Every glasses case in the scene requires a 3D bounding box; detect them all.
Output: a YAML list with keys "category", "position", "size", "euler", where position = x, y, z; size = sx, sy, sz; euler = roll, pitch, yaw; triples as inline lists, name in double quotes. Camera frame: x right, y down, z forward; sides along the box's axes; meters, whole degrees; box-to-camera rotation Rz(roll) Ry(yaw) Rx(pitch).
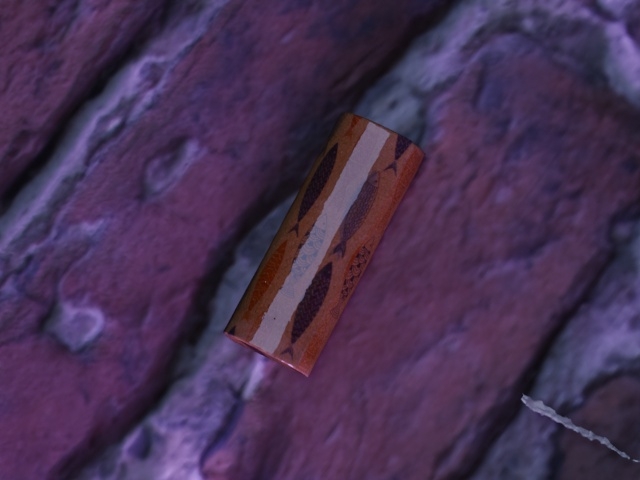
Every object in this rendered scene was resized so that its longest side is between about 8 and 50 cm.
- category: "glasses case"
  position: [0.000, 0.000, 1.079]
  size: [0.064, 0.041, 0.170]
  euler: [24, 81, 31]

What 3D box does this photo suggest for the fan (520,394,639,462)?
- category: "fan"
  position: [0.241, 0.160, 0.913]
  size: [0.310, 0.010, 0.182]
  euler: [30, 84, 29]
